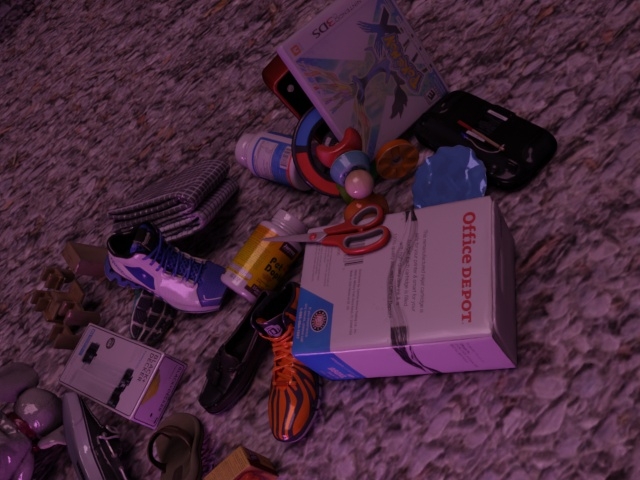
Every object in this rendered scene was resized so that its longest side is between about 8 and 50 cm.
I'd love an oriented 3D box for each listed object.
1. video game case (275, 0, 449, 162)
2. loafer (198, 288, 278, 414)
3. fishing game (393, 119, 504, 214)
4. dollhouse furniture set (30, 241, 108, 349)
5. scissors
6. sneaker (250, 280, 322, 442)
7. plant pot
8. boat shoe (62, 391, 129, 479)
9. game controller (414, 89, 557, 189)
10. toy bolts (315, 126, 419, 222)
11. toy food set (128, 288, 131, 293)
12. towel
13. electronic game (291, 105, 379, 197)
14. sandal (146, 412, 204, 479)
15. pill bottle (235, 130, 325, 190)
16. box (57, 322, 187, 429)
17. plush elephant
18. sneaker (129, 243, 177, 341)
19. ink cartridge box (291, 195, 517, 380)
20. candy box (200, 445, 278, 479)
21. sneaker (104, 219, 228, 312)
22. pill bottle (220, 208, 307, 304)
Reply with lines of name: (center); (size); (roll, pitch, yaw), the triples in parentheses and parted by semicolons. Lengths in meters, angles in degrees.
video game case: (0.105, -0.381, 1.545); (0.300, 0.329, 0.036); (-43, 21, -15)
loafer: (-0.178, 0.235, 1.501); (0.109, 0.095, 0.302); (29, 79, 40)
fishing game: (0.277, -0.112, 1.456); (0.189, 0.041, 0.264); (44, 108, 41)
dollhouse furniture set: (-0.630, 0.141, 1.838); (0.212, 0.161, 0.242); (41, 109, 41)
scissors: (0.000, 0.000, 1.375); (0.297, 0.021, 0.109); (-15, 53, 23)
sneaker: (-0.079, 0.231, 1.386); (0.125, 0.180, 0.321); (-10, 57, 28)
plant pot: (0.010, -0.397, 1.694); (0.267, 0.267, 0.236); (-47, 33, -3)
boat shoe: (-0.485, 0.464, 1.518); (0.306, 0.105, 0.113); (54, 137, 32)
game controller: (0.353, -0.228, 1.506); (0.166, 0.067, 0.319); (-38, 48, -14)
toy bolts: (0.116, -0.126, 1.459); (0.218, 0.228, 0.158); (-34, 49, 12)
toy food set: (-0.480, 0.075, 1.786); (0.078, 0.019, 0.122); (-104, 38, -72)
towel: (-0.381, -0.096, 1.764); (0.284, 0.121, 0.235); (-15, 25, 24)
electronic game: (0.045, -0.212, 1.583); (0.229, 0.229, 0.048); (-52, 15, -7)
sandal: (-0.303, 0.426, 1.405); (0.120, 0.086, 0.303); (-48, 18, -3)
pill bottle: (-0.106, -0.206, 1.718); (0.221, 0.124, 0.124); (21, 74, 39)
box: (-0.473, 0.315, 1.635); (0.290, 0.087, 0.169); (14, 70, 36)
plush elephant: (-0.716, 0.446, 1.615); (0.272, 0.255, 0.330); (53, 136, 4)
sneaker: (-0.421, 0.134, 1.730); (0.110, 0.107, 0.275); (-26, 43, 40)
ink cartridge box: (0.165, 0.103, 1.328); (0.395, 0.166, 0.285); (-10, 56, 28)
candy box: (-0.186, 0.490, 1.337); (0.187, 0.109, 0.053); (-41, 49, 3)
sneaker: (-0.365, 0.056, 1.593); (0.316, 0.182, 0.127); (16, 59, 3)
pill bottle: (-0.124, 0.037, 1.579); (0.117, 0.117, 0.215); (28, 79, 40)
